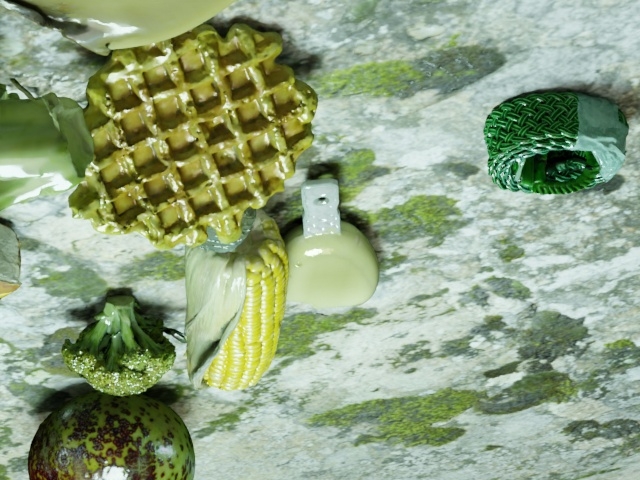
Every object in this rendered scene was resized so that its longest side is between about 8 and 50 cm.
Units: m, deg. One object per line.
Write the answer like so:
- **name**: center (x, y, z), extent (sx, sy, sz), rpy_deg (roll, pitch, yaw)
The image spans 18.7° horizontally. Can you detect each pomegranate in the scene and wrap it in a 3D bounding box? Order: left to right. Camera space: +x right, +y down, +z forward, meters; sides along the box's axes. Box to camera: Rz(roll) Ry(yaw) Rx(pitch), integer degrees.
- **pomegranate**: center (-0.267, 0.313, 2.468), extent (0.214, 0.248, 0.214), rpy_deg (-1, 148, 0)

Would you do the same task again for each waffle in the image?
- **waffle**: center (-0.120, -0.101, 1.845), extent (0.238, 0.059, 0.243), rpy_deg (22, 106, -31)

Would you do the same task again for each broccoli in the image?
- **broccoli**: center (-0.340, -0.062, 1.670), extent (0.281, 0.293, 0.348), rpy_deg (-8, 170, 13)
- **broccoli**: center (-0.232, 0.124, 2.277), extent (0.131, 0.130, 0.120), rpy_deg (9, 115, 28)

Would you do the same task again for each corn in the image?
- **corn**: center (-0.102, 0.068, 2.171), extent (0.122, 0.123, 0.305), rpy_deg (-23, 153, -20)

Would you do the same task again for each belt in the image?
- **belt**: center (0.245, -0.092, 2.015), extent (0.151, 0.079, 0.121), rpy_deg (-4, 151, -8)

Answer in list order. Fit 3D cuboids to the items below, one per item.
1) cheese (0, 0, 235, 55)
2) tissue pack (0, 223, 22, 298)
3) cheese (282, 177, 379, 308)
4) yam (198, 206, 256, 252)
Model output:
- **cheese**: center (-0.136, -0.271, 1.562), extent (0.316, 0.128, 0.259), rpy_deg (-24, 155, 40)
- **tissue pack**: center (-0.458, 0.039, 2.085), extent (0.226, 0.092, 0.183), rpy_deg (-30, 144, 32)
- **cheese**: center (0.000, 0.000, 2.162), extent (0.127, 0.050, 0.255), rpy_deg (-6, 150, 0)
- **yam**: center (-0.145, -0.063, 1.957), extent (0.107, 0.107, 0.183), rpy_deg (-25, 145, 30)
